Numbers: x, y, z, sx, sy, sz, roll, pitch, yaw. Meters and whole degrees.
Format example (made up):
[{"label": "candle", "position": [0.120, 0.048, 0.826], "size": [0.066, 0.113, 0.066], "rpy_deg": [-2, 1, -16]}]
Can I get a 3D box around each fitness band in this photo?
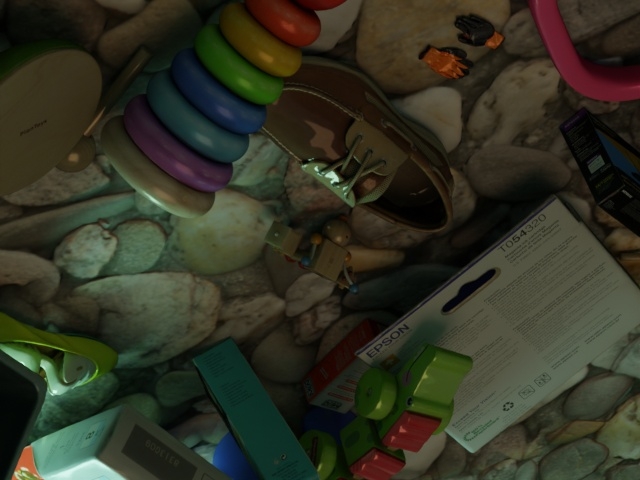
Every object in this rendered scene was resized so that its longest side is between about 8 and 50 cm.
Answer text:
[{"label": "fitness band", "position": [0.340, -0.265, 1.816], "size": [0.209, 0.054, 0.291], "rpy_deg": [-26, 139, 8]}]

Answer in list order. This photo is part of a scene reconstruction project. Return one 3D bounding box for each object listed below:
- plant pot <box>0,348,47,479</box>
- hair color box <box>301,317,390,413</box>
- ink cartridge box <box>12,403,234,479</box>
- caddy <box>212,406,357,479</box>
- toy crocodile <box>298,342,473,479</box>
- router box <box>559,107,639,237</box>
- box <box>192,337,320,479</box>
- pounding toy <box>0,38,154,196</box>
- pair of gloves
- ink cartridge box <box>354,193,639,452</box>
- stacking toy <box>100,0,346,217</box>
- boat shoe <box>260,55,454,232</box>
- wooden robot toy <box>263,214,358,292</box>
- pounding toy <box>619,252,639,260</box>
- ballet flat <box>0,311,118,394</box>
[{"label": "plant pot", "position": [-0.510, 0.209, 1.851], "size": [0.252, 0.248, 0.247], "rpy_deg": [4, 154, 35]}, {"label": "hair color box", "position": [0.047, 0.169, 2.202], "size": [0.072, 0.043, 0.141], "rpy_deg": [21, 125, -38]}, {"label": "ink cartridge box", "position": [-0.236, 0.358, 2.075], "size": [0.308, 0.091, 0.385], "rpy_deg": [38, 143, -20]}, {"label": "caddy", "position": [-0.024, 0.388, 2.320], "size": [0.241, 0.179, 0.341], "rpy_deg": [-11, 140, -9]}, {"label": "toy crocodile", "position": [0.073, 0.257, 2.090], "size": [0.115, 0.105, 0.340], "rpy_deg": [22, 123, -33]}, {"label": "router box", "position": [0.372, -0.067, 1.992], "size": [0.046, 0.133, 0.179], "rpy_deg": [-38, 138, 21]}, {"label": "box", "position": [-0.075, 0.244, 2.077], "size": [0.060, 0.244, 0.100], "rpy_deg": [-28, 142, -10]}, {"label": "pounding toy", "position": [-0.308, -0.150, 1.669], "size": [0.237, 0.110, 0.183], "rpy_deg": [-12, 139, -58]}, {"label": "pair of gloves", "position": [0.159, -0.214, 1.834], "size": [0.074, 0.010, 0.083], "rpy_deg": [23, 124, -39]}, {"label": "ink cartridge box", "position": [0.238, 0.101, 2.152], "size": [0.324, 0.071, 0.330], "rpy_deg": [-39, 135, 9]}, {"label": "stacking toy", "position": [-0.074, -0.182, 1.674], "size": [0.141, 0.141, 0.330], "rpy_deg": [27, 112, -42]}, {"label": "boat shoe", "position": [0.045, -0.101, 1.833], "size": [0.324, 0.116, 0.123], "rpy_deg": [24, 124, -40]}, {"label": "wooden robot toy", "position": [0.000, 0.000, 1.992], "size": [0.173, 0.076, 0.079], "rpy_deg": [31, 84, -43]}, {"label": "pounding toy", "position": [0.503, 0.024, 2.196], "size": [0.141, 0.100, 0.130], "rpy_deg": [-47, 135, 15]}, {"label": "ballet flat", "position": [-0.338, 0.146, 1.992], "size": [0.231, 0.077, 0.077], "rpy_deg": [24, 123, -40]}]
